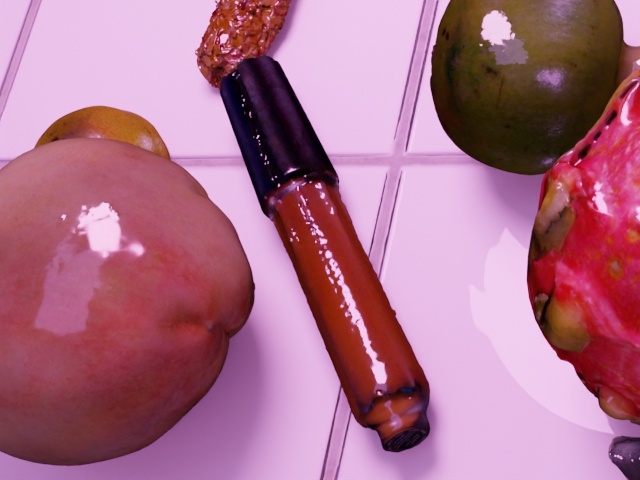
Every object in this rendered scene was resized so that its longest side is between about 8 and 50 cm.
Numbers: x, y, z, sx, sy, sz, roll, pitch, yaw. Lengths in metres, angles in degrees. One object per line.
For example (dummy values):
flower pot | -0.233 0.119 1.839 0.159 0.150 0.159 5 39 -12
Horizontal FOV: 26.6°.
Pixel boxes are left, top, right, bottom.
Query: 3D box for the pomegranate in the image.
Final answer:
pomegranate | 0.203 -0.142 1.121 0.225 0.187 0.187 8 68 13

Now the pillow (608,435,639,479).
pillow | 0.273 0.193 0.973 0.091 0.055 0.135 -24 58 11

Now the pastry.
pastry | -0.074 -0.235 1.371 0.087 0.063 0.169 9 70 33

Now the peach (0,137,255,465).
peach | -0.198 0.052 1.166 0.292 0.247 0.292 -32 36 26

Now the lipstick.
lipstick | 0.000 0.000 1.201 0.077 0.077 0.418 -30 56 10

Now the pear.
pear | -0.226 -0.078 1.343 0.141 0.104 0.141 -9 63 18

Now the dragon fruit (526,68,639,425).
dragon fruit | 0.278 -0.006 0.953 0.231 0.237 0.302 39 115 33
